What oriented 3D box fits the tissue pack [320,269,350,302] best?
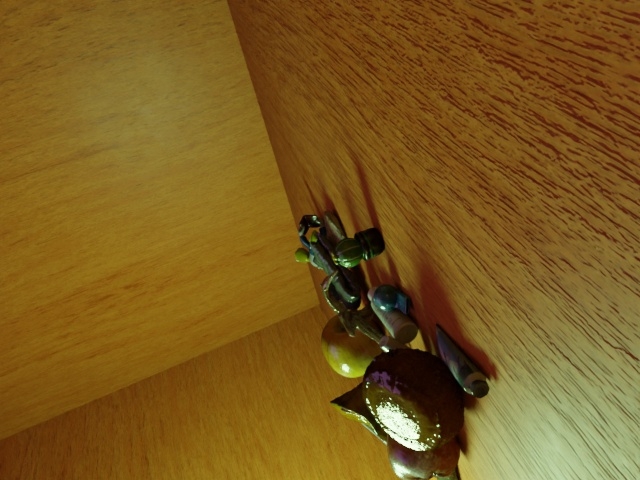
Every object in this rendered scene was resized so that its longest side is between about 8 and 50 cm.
[{"bbox_3d":[0.091,0.219,2.203,0.113,0.156,0.051,64,179,29],"label":"tissue pack"}]

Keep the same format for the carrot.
[{"bbox_3d":[0.236,0.625,1.822,0.242,0.340,0.241,56,-179,-1],"label":"carrot"}]

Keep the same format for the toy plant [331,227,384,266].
[{"bbox_3d":[0.111,0.026,1.482,0.093,0.162,0.093,156,90,-83],"label":"toy plant"}]

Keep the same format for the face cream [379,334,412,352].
[{"bbox_3d":[0.259,0.349,1.456,0.182,0.051,0.072,35,151,-14],"label":"face cream"}]

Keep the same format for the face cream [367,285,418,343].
[{"bbox_3d":[0.226,0.232,1.575,0.269,0.081,0.082,-124,14,-62],"label":"face cream"}]

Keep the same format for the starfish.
[{"bbox_3d":[0.143,0.263,1.750,0.398,0.132,0.384,43,180,-34],"label":"starfish"}]

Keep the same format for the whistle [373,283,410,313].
[{"bbox_3d":[0.211,0.182,1.487,0.158,0.090,0.091,-141,29,-75],"label":"whistle"}]

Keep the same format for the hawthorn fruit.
[{"bbox_3d":[0.333,0.653,1.552,0.263,0.231,0.235,-58,-34,-51],"label":"hawthorn fruit"}]

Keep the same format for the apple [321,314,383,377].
[{"bbox_3d":[0.133,0.439,2.067,0.233,0.285,0.286,60,177,-26],"label":"apple"}]

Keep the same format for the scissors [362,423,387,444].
[{"bbox_3d":[0.256,0.797,1.942,0.242,0.030,0.118,32,160,36],"label":"scissors"}]

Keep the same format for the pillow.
[{"bbox_3d":[0.071,0.141,2.086,0.326,0.101,0.228,53,172,21],"label":"pillow"}]

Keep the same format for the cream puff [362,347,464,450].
[{"bbox_3d":[0.263,0.424,1.335,0.302,0.212,0.303,23,132,28],"label":"cream puff"}]

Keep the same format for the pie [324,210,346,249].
[{"bbox_3d":[0.071,-0.018,2.072,0.218,0.052,0.185,77,169,-45],"label":"pie"}]

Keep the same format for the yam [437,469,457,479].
[{"bbox_3d":[0.448,0.824,1.716,0.078,0.078,0.180,-125,18,-60],"label":"yam"}]

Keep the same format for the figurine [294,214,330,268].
[{"bbox_3d":[0.000,0.000,2.401,0.338,0.204,0.284,179,76,-69],"label":"figurine"}]

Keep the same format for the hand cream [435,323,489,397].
[{"bbox_3d":[0.330,0.291,1.157,0.256,0.055,0.088,-114,8,-73],"label":"hand cream"}]
